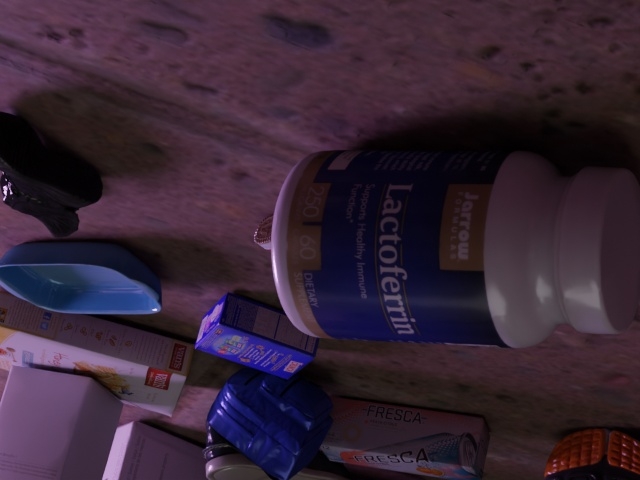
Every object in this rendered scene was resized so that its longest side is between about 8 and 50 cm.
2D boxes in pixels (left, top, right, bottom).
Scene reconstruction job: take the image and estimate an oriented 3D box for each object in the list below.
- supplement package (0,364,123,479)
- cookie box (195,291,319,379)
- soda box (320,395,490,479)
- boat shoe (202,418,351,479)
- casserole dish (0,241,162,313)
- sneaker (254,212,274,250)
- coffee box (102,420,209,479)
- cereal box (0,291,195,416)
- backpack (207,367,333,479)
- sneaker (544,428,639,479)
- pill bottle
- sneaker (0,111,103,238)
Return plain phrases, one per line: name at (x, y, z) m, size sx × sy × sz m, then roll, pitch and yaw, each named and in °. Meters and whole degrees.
supplement package at (-0.308, 0.245, 1.926) m, size 0.105 × 0.179 × 0.105 m, roll 7°, pitch 160°, yaw 21°
cookie box at (-0.064, 0.100, 1.762) m, size 0.107 × 0.040 × 0.092 m, roll 21°, pitch 155°, yaw -13°
soda box at (0.094, 0.223, 1.916) m, size 0.183 × 0.063 × 0.058 m, roll 6°, pitch 155°, yaw 18°
boat shoe at (-0.051, 0.256, 2.039) m, size 0.095 × 0.079 × 0.254 m, roll -23°, pitch 154°, yaw 35°
casserole dish at (-0.242, 0.036, 1.728) m, size 0.188 × 0.037 × 0.114 m, roll -2°, pitch 151°, yaw 30°
sneaker at (0.000, 0.000, 1.507) m, size 0.067 × 0.042 × 0.118 m, roll 34°, pitch 157°, yaw -29°
coffee box at (-0.216, 0.480, 2.312) m, size 0.338 × 0.338 × 0.334 m, roll 24°, pitch 155°, yaw -23°
cereal box at (-0.268, 0.129, 1.930) m, size 0.240 × 0.047 × 0.173 m, roll 16°, pitch 158°, yaw -4°
backpack at (-0.054, 0.188, 1.874) m, size 0.120 × 0.101 × 0.098 m, roll 32°, pitch -162°, yaw 14°
sneaker at (0.367, 0.263, 1.816) m, size 0.262 × 0.099 × 0.121 m, roll -2°, pitch 155°, yaw 35°
pill bottle at (0.108, 0.005, 1.324) m, size 0.264 × 0.153 × 0.153 m, roll 1°, pitch 153°, yaw 26°
sneaker at (-0.262, -0.056, 1.520) m, size 0.089 × 0.051 × 0.170 m, roll -13°, pitch 148°, yaw 38°
